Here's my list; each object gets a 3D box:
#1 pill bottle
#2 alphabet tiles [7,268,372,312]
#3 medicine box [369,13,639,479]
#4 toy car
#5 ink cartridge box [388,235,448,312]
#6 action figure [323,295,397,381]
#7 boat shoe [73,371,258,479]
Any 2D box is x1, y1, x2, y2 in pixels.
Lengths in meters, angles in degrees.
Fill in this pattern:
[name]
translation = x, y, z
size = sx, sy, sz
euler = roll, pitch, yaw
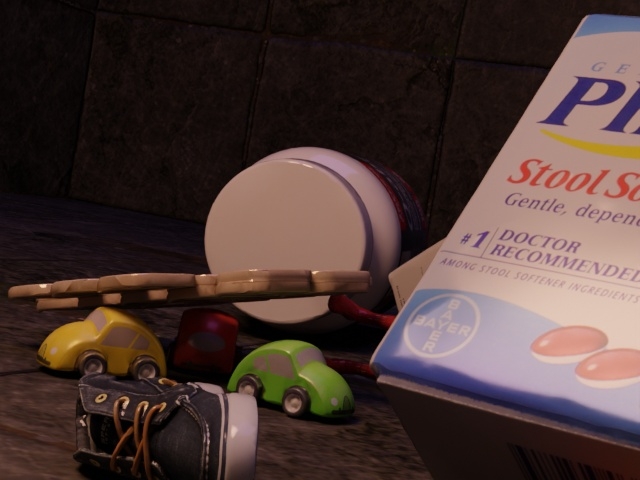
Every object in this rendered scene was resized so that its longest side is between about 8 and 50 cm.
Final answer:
[pill bottle]
translation = 0.000, 0.000, 1.624
size = 0.210, 0.210, 0.363
euler = 10, 3, 11
[alphabet tiles]
translation = -0.103, 0.044, 1.196
size = 0.284, 0.021, 0.278
euler = -6, -6, 42
[medicine box]
translation = 0.220, 0.028, 0.781
size = 0.263, 0.289, 0.149
euler = 11, -34, 37
[toy car]
translation = -0.071, 0.091, 1.112
size = 0.225, 0.053, 0.239
euler = 11, 3, 30
[ink cartridge box]
translation = 0.215, 0.031, 1.309
size = 0.198, 0.115, 0.273
euler = -10, -12, -25
[action figure]
translation = 0.106, 0.100, 1.169
size = 0.280, 0.092, 0.139
euler = 10, -6, 31
[boat shoe]
translation = -0.085, 0.106, 0.743
size = 0.083, 0.065, 0.183
euler = 6, -2, -13
